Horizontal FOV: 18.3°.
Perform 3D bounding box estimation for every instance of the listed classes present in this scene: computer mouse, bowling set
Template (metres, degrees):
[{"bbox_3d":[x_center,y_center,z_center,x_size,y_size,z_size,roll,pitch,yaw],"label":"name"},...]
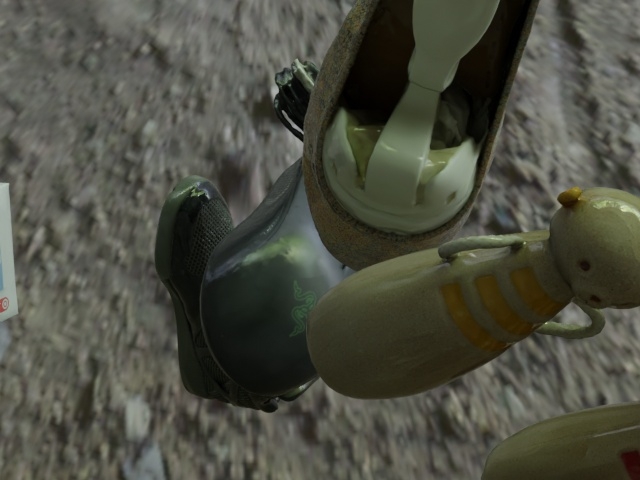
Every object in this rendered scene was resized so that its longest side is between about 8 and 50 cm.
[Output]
[{"bbox_3d":[0.000,0.000,1.453,0.072,0.272,0.188,-17,119,36],"label":"computer mouse"},{"bbox_3d":[0.121,0.135,0.739,0.154,0.199,0.287,-22,135,38],"label":"bowling set"}]

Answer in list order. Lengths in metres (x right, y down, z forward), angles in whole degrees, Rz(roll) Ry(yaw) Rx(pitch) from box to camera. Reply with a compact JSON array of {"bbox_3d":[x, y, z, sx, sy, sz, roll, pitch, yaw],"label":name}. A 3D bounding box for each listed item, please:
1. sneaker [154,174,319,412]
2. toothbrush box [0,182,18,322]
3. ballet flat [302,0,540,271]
[{"bbox_3d":[-0.060,0.050,1.613,0.130,0.087,0.227,17,132,30],"label":"sneaker"},{"bbox_3d":[-0.423,0.020,1.622,0.283,0.206,0.122,3,105,23],"label":"toothbrush box"},{"bbox_3d":[0.052,-0.086,1.015,0.108,0.106,0.316,16,126,1],"label":"ballet flat"}]
